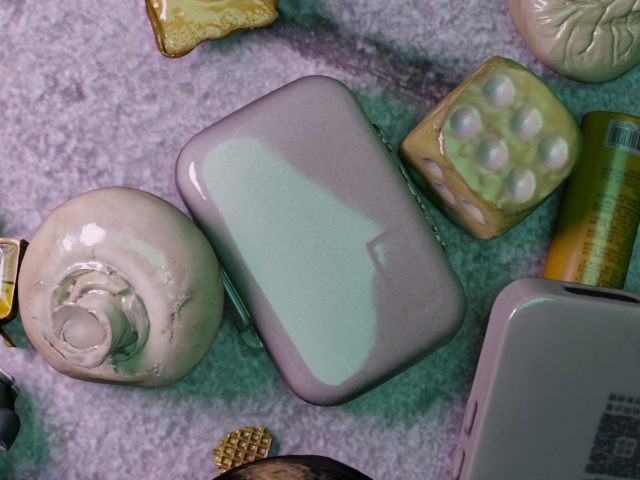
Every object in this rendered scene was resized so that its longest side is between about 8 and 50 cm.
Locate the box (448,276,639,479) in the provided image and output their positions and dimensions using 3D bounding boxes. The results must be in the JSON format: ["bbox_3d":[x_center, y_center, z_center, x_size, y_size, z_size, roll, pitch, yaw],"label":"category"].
[{"bbox_3d":[0.356,0.243,1.544,0.367,0.090,0.373,9,108,-9],"label":"box"}]

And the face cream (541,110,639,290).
[{"bbox_3d":[0.344,0.015,1.609,0.105,0.105,0.349,16,82,-8],"label":"face cream"}]

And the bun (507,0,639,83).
[{"bbox_3d":[0.358,-0.319,1.626,0.229,0.145,0.230,2,82,-13],"label":"bun"}]

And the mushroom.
[{"bbox_3d":[-0.236,0.068,1.437,0.246,0.202,0.246,7,117,13],"label":"mushroom"}]

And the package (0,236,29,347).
[{"bbox_3d":[-0.375,0.060,1.490,0.047,0.071,0.131,7,86,-7],"label":"package"}]

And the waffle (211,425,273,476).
[{"bbox_3d":[-0.091,0.272,1.550,0.078,0.016,0.085,-13,87,-7],"label":"waffle"}]

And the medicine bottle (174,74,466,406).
[{"bbox_3d":[0.000,0.000,1.538,0.282,0.123,0.375,-30,91,-9],"label":"medicine bottle"}]

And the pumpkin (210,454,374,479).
[{"bbox_3d":[-0.014,0.445,1.330,0.343,0.454,0.455,-20,88,15],"label":"pumpkin"}]

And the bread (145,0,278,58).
[{"bbox_3d":[-0.160,-0.344,1.562,0.160,0.088,0.233,-17,85,-16],"label":"bread"}]

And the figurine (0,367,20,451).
[{"bbox_3d":[-0.423,0.227,1.436,0.126,0.147,0.192,28,61,10],"label":"figurine"}]

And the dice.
[{"bbox_3d":[0.211,-0.113,1.563,0.166,0.169,0.169,-45,94,-11],"label":"dice"}]
